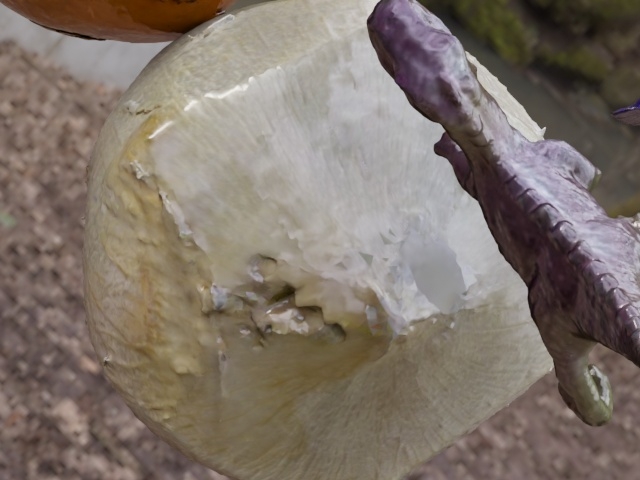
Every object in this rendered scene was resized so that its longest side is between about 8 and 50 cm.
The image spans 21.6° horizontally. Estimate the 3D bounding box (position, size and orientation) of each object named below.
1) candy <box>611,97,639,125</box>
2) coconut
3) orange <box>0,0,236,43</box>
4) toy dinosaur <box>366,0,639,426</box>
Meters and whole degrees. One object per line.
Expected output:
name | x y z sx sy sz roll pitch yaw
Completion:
candy | 0.406 -0.168 1.547 0.145 0.275 0.070 6 59 -62
coconut | 0.000 0.000 1.161 0.346 0.346 0.360 38 -5 -16
orange | -0.150 -0.258 1.220 0.246 0.246 0.246 34 30 -23
toy dinosaur | 0.104 0.015 0.692 0.200 0.072 0.251 46 20 -55
